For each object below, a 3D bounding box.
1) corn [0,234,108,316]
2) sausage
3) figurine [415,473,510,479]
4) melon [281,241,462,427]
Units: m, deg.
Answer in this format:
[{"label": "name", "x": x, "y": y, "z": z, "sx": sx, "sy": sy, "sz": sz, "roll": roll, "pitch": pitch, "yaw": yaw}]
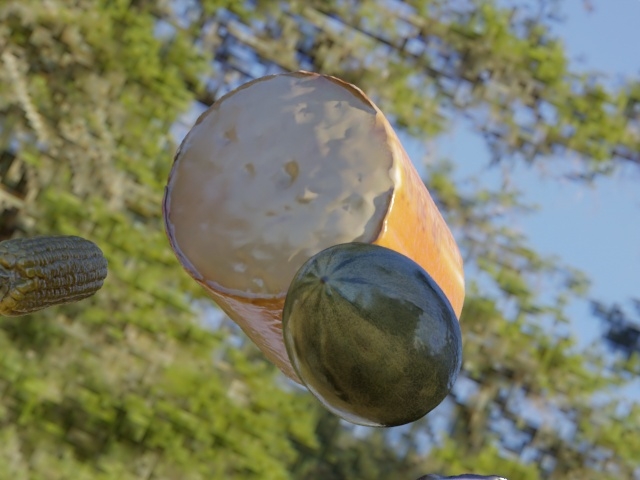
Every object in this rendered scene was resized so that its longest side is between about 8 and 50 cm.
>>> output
[{"label": "corn", "x": -0.283, "y": 0.032, "z": 1.834, "sx": 0.080, "sy": 0.080, "sz": 0.238, "roll": 20, "pitch": 10, "yaw": 13}, {"label": "sausage", "x": 0.000, "y": 0.000, "z": 1.731, "sx": 0.233, "sy": 0.233, "sz": 0.287, "roll": 17, "pitch": -17, "yaw": 22}, {"label": "figurine", "x": 0.161, "y": 0.401, "z": 1.598, "sx": 0.276, "sy": 0.388, "sz": 0.248, "roll": 13, "pitch": -43, "yaw": -20}, {"label": "melon", "x": 0.029, "y": 0.054, "z": 1.036, "sx": 0.098, "sy": 0.098, "sz": 0.131, "roll": 10, "pitch": -28, "yaw": 39}]
